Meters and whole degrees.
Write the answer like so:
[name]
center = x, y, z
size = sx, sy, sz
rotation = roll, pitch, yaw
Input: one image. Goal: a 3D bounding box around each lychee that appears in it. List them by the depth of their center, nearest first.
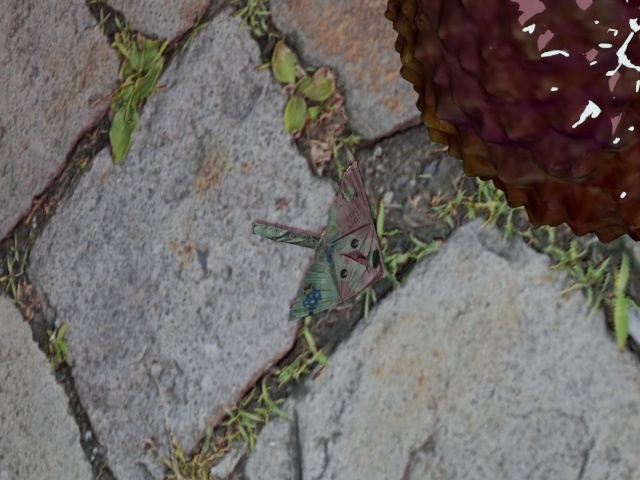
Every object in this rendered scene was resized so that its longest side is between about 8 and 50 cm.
[lychee]
center = 0.170, -0.144, 0.657
size = 0.330, 0.306, 0.306
rotation = -7, 74, 64

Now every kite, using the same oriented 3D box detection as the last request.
[kite]
center = 0.000, 0.000, 0.961
size = 0.152, 0.005, 0.137
rotation = 27, 96, 42
